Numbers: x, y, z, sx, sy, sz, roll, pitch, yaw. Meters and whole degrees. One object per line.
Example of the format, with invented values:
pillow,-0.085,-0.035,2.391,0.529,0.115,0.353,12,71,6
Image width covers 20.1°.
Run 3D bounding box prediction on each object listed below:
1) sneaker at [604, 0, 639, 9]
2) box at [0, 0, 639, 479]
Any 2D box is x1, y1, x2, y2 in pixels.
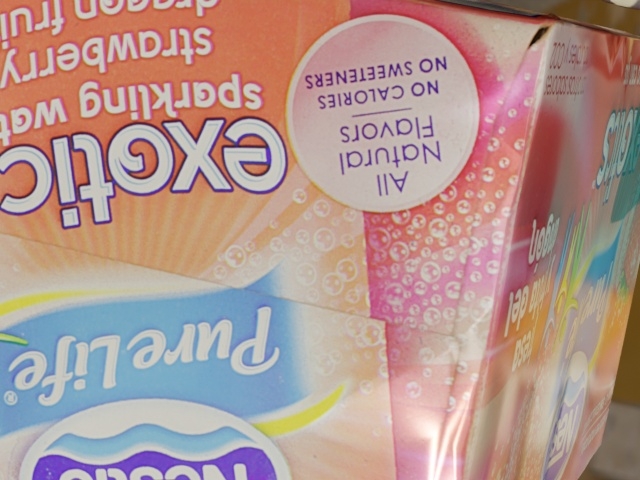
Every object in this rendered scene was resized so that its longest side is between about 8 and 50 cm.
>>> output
sneaker,0.105,-0.271,0.373,0.169,0.447,0.257,-3,-172,0
box,0.000,0.000,0.490,0.154,0.142,0.300,12,-172,14
